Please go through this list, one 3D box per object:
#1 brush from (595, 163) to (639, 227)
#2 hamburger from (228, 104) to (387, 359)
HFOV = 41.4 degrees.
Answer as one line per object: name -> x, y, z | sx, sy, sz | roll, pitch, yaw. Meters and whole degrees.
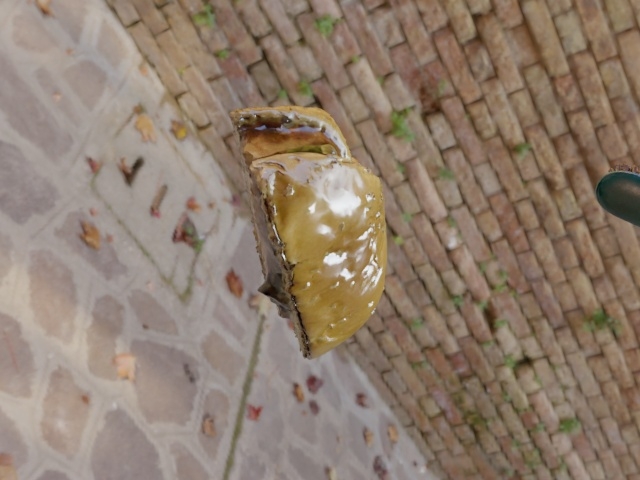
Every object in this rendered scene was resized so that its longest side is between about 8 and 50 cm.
brush -> 0.307, -0.010, 0.656 | 0.032, 0.193, 0.043 | -57, 169, -46
hamburger -> 0.000, 0.000, 0.757 | 0.262, 0.130, 0.124 | 84, -13, -51
